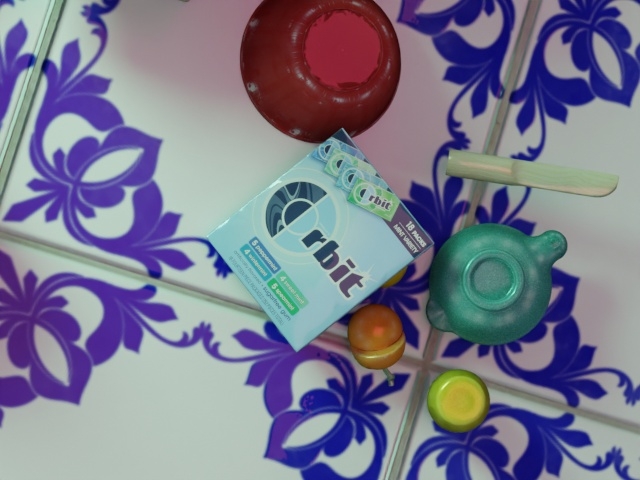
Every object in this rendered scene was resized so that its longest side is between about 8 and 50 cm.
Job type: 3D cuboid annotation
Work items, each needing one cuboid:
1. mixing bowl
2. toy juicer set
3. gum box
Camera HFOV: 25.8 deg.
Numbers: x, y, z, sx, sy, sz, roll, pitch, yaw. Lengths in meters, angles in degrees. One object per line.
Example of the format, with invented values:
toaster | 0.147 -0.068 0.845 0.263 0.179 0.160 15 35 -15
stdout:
mixing bowl | 0.012 -0.195 1.478 0.182 0.098 0.181 0 91 -13
toy juicer set | 0.155 0.027 1.528 0.209 0.089 0.329 30 86 6
gum box | 0.000 0.000 1.470 0.184 0.041 0.157 -38 87 1
